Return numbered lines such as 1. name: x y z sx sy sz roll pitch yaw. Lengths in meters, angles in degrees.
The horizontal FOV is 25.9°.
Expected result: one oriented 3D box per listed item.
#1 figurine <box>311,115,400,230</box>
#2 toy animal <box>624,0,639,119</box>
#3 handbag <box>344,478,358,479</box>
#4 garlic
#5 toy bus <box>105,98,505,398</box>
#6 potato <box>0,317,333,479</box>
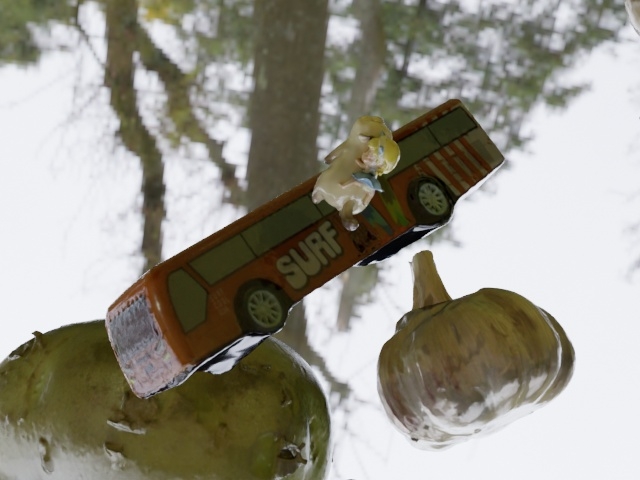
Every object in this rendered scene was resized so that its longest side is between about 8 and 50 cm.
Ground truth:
1. figurine: 0.033 -0.049 1.028 0.047 0.083 0.050 21 -172 -34
2. toy animal: 0.376 -0.192 1.322 0.195 0.281 0.169 -30 -168 -11
3. handbag: 0.121 0.258 1.014 0.241 0.109 0.315 33 169 23
4. garlic: 0.138 0.103 1.455 0.218 0.218 0.212 -10 -116 -35
5. toy bus: 0.000 0.000 1.111 0.409 0.093 0.092 -31 -94 -43
6. potato: -0.172 0.183 1.332 0.359 0.270 0.219 6 -122 13
